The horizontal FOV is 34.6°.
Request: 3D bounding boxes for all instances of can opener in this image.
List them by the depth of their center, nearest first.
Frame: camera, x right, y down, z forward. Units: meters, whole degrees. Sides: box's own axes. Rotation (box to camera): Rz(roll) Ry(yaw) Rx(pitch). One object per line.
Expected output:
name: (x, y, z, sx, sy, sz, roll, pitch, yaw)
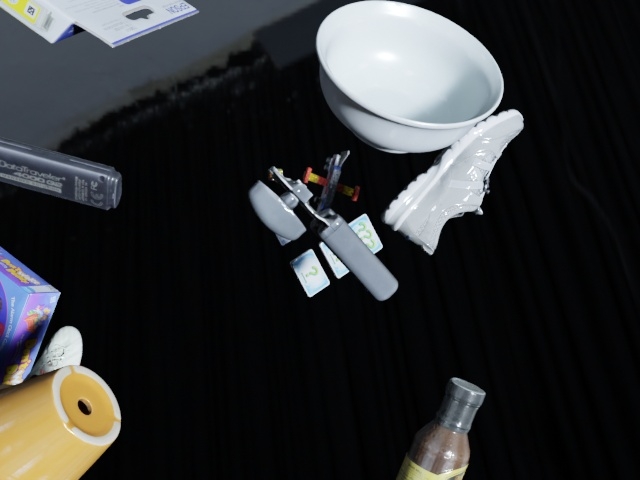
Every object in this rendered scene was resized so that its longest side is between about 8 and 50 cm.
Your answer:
can opener: (0.000, 0.000, 1.586, 0.095, 0.076, 0.283, -43, 112, -2)

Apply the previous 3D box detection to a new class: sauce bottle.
sauce bottle: (0.199, 0.416, 1.843, 0.111, 0.111, 0.344, 16, 99, -32)

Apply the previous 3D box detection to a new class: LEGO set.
LEGO set: (0.004, -0.045, 1.860, 0.182, 0.244, 0.060, -32, -164, -20)

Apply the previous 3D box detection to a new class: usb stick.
usb stick: (-0.436, -0.111, 1.546, 0.278, 0.045, 0.077, 15, 129, 3)

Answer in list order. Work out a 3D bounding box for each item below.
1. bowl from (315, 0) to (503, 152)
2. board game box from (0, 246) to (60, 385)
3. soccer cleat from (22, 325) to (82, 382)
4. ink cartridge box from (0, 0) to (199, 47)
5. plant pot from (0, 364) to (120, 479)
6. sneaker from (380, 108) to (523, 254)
bowl: (0.121, -0.232, 1.596, 0.298, 0.297, 0.134, 4, 138, -17)
board game box: (-0.667, 0.198, 2.010, 0.078, 0.233, 0.347, 1, 117, -58)
soccer cleat: (-0.466, 0.228, 1.768, 0.068, 0.196, 0.076, 9, 149, 16)
ink cartridge box: (-0.390, -0.404, 1.636, 0.307, 0.303, 0.072, 38, 119, 2)
plant pot: (-0.398, 0.279, 1.480, 0.188, 0.205, 0.205, -33, 140, 23)
sneaker: (0.228, -0.094, 1.639, 0.281, 0.115, 0.105, -43, 180, -5)
